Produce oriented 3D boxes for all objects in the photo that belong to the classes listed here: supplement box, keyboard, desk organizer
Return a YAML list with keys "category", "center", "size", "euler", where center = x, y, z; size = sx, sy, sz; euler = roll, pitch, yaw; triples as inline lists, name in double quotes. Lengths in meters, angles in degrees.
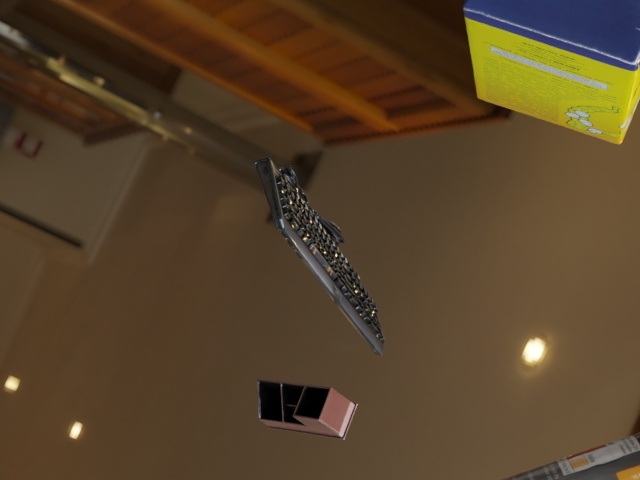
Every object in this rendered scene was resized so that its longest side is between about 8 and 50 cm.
- category: "supplement box"
  center: [0.295, -0.265, 1.590]
  size: [0.356, 0.195, 0.194]
  euler: [46, 65, -77]
- category: "keyboard"
  center: [0.000, 0.000, 1.757]
  size: [0.033, 0.317, 0.201]
  euler: [-28, -132, 8]
- category: "desk organizer"
  center: [-0.025, 0.200, 1.656]
  size: [0.130, 0.050, 0.047]
  euler: [1, -120, 44]

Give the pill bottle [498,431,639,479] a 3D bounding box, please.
- category: "pill bottle"
  center: [0.227, 0.241, 1.073]
  size: [0.278, 0.162, 0.162]
  euler: [-20, -150, 4]
